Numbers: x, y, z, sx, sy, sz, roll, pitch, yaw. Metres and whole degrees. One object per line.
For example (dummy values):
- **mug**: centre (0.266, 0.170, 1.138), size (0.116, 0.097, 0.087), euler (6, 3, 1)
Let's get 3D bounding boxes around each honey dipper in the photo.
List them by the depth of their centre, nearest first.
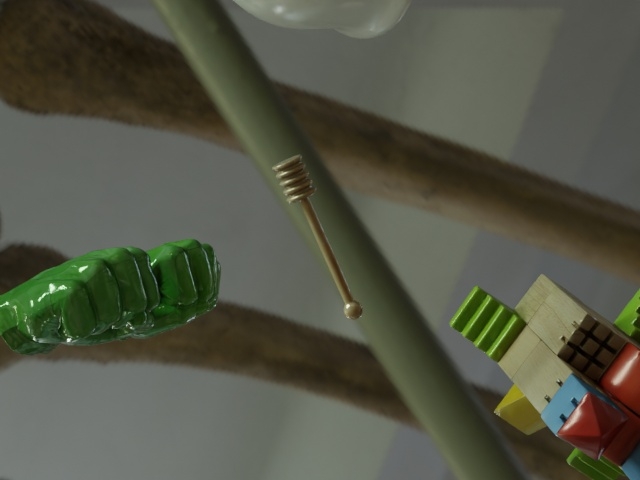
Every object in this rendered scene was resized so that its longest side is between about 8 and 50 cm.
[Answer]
- **honey dipper**: centre (0.000, 0.000, 1.461), size (0.030, 0.030, 0.161), euler (-25, -82, -18)

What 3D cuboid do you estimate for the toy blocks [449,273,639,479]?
- **toy blocks**: centre (0.325, 0.179, 1.494), size (0.381, 0.261, 0.191), euler (34, -83, -16)

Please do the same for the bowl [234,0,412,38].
- **bowl**: centre (-0.046, -0.289, 1.232), size (0.134, 0.298, 0.298), euler (-15, -47, -23)

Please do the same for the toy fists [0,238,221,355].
- **toy fists**: centre (-0.204, 0.059, 1.658), size (0.142, 0.096, 0.279), euler (-27, -11, 28)
